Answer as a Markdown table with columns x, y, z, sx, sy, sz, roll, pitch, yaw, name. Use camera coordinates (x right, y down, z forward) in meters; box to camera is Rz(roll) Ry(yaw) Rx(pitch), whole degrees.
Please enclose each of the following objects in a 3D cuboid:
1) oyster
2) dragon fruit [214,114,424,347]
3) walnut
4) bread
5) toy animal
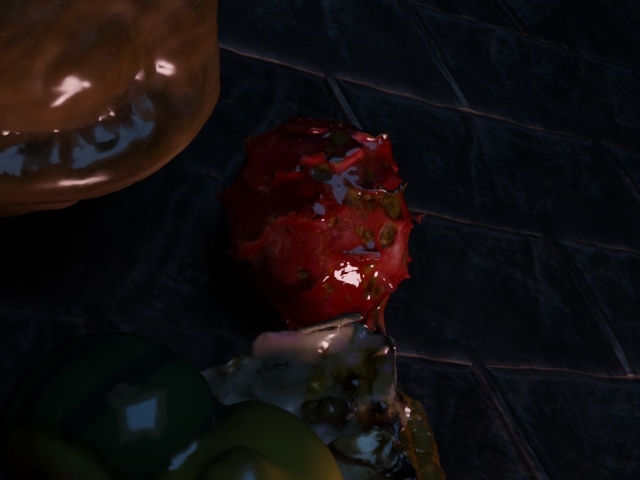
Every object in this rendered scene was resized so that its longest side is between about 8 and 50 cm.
| x | y | z | sx | sy | sz | roll | pitch | yaw | name |
| --- | --- | --- | --- | --- | --- | --- | --- | --- | --- |
| -0.076 | 0.199 | 1.480 | 0.355 | 0.107 | 0.201 | -24 | 66 | -20 | oyster |
| 0.000 | 0.000 | 1.843 | 0.210 | 0.205 | 0.268 | -21 | 97 | -25 | dragon fruit |
| -0.271 | -0.197 | 1.673 | 0.384 | 0.383 | 0.383 | 25 | 32 | -17 | walnut |
| 0.065 | 0.237 | 1.655 | 0.083 | 0.114 | 0.211 | 17 | 33 | -24 | bread |
| -0.086 | 0.202 | 1.315 | 0.338 | 0.216 | 0.191 | 37 | 49 | 15 | toy animal |
